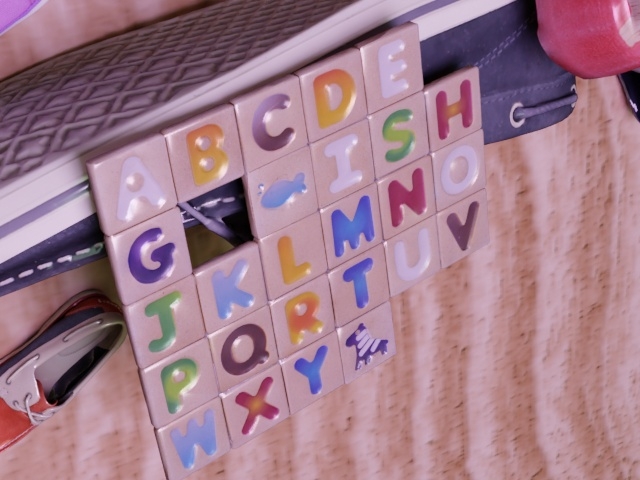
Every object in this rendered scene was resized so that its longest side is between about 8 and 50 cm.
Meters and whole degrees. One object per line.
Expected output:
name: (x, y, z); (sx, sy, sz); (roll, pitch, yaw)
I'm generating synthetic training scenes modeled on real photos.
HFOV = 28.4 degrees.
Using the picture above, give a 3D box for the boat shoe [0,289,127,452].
boat shoe: (-0.178, 0.091, 0.811); (0.137, 0.043, 0.049); (-46, 130, -4)

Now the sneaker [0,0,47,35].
sneaker: (-0.174, -0.217, 0.641); (0.161, 0.102, 0.282); (20, 110, -41)

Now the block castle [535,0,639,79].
block castle: (0.198, -0.347, 0.697); (0.303, 0.213, 0.453); (41, 70, -29)

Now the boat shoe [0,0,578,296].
boat shoe: (-0.032, -0.060, 0.746); (0.500, 0.187, 0.156); (-26, 118, -25)

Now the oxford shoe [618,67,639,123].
oxford shoe: (0.216, -0.179, 0.898); (0.098, 0.097, 0.271); (-45, 128, 1)

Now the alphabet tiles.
alphabet tiles: (0.000, 0.000, 0.678); (0.237, 0.009, 0.198); (-27, 126, -27)
